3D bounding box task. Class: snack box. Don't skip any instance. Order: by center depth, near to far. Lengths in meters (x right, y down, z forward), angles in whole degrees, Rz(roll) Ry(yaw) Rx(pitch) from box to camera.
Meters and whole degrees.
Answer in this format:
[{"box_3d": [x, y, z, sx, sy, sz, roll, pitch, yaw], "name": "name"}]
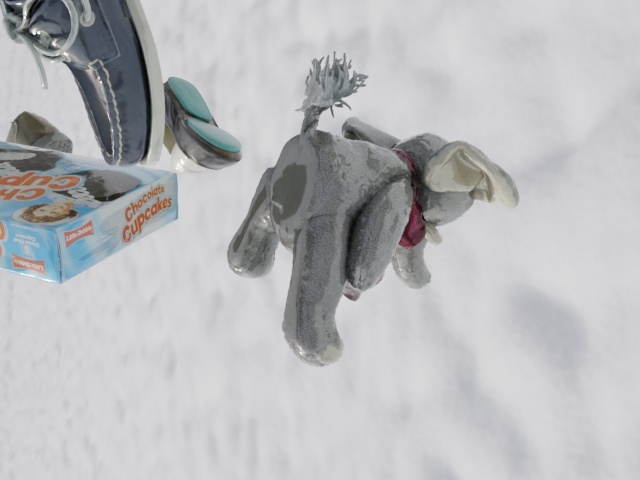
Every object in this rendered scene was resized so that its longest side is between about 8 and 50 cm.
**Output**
[{"box_3d": [-0.329, -0.043, 0.993, 0.322, 0.187, 0.060, 11, 115, 24], "name": "snack box"}]

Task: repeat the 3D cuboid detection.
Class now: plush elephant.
[{"box_3d": [0.069, -0.040, 1.162, 0.272, 0.255, 0.330, 36, 114, 58], "name": "plush elephant"}]

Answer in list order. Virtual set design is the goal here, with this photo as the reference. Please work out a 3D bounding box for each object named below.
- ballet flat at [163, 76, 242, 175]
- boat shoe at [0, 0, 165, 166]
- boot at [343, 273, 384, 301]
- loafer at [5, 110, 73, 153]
[{"box_3d": [-0.192, -0.156, 1.497, 0.096, 0.095, 0.280, -62, 32, 19], "name": "ballet flat"}, {"box_3d": [-0.151, -0.151, 0.568, 0.095, 0.079, 0.254, 36, 142, 44], "name": "boat shoe"}, {"box_3d": [0.000, 0.000, 1.694, 0.090, 0.248, 0.207, -46, -3, -22], "name": "boot"}, {"box_3d": [-0.420, -0.102, 1.413, 0.087, 0.094, 0.251, 53, 141, 10], "name": "loafer"}]
